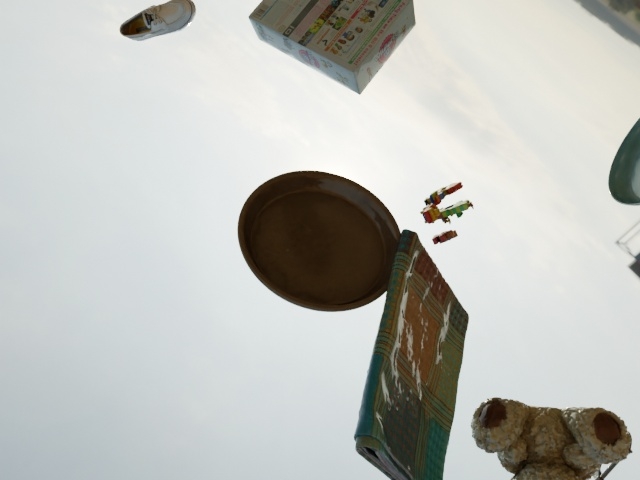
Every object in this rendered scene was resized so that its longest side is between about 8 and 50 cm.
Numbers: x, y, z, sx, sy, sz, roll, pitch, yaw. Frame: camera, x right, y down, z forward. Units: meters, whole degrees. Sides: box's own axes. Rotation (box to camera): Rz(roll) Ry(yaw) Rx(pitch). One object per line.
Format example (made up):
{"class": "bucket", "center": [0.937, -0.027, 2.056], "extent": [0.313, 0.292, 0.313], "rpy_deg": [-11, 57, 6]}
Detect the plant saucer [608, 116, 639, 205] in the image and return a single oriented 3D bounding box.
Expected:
{"class": "plant saucer", "center": [0.678, -0.192, 1.146], "extent": [0.044, 0.317, 0.317], "rpy_deg": [32, -148, -7]}

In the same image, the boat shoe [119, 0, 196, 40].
{"class": "boat shoe", "center": [-0.196, -0.263, 0.725], "extent": [0.035, 0.100, 0.035], "rpy_deg": [-36, -64, -65]}

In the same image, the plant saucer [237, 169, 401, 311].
{"class": "plant saucer", "center": [0.000, 0.000, 1.007], "extent": [0.278, 0.041, 0.277], "rpy_deg": [7, -125, -11]}

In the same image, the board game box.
{"class": "board game box", "center": [0.027, -0.499, 1.385], "extent": [0.303, 0.224, 0.097], "rpy_deg": [34, 170, 22]}

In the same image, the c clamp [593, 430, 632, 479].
{"class": "c clamp", "center": [0.690, 0.526, 1.445], "extent": [0.022, 0.160, 0.137], "rpy_deg": [35, -170, 10]}

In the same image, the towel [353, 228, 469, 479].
{"class": "towel", "center": [0.161, 0.202, 0.967], "extent": [0.271, 0.040, 0.370], "rpy_deg": [51, -136, -38]}

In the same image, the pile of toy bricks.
{"class": "pile of toy bricks", "center": [0.322, -0.074, 1.483], "extent": [0.118, 0.105, 0.212], "rpy_deg": [63, -153, -9]}

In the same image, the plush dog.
{"class": "plush dog", "center": [0.400, 0.414, 1.091], "extent": [0.263, 0.210, 0.225], "rpy_deg": [3, -111, 14]}
